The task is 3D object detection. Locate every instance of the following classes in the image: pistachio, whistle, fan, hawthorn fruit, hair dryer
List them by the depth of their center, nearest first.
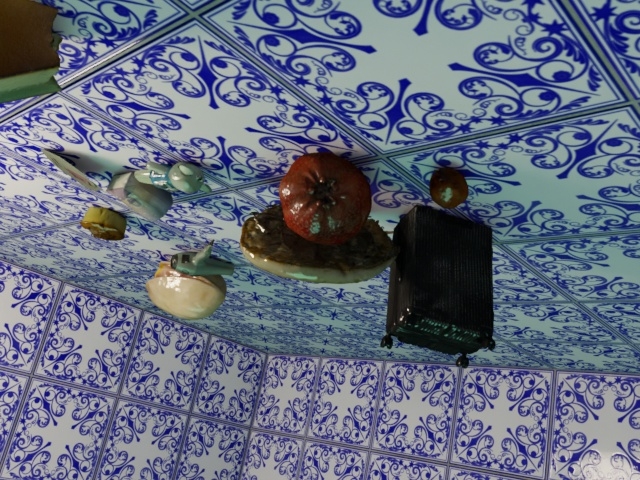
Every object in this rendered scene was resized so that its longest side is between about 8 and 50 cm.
[{"bbox_3d":[0.261,-0.113,1.341,0.081,0.081,0.093,2,158,27],"label":"hawthorn fruit"},{"bbox_3d":[0.010,-0.084,1.410,0.204,0.205,0.253,12,173,0],"label":"hawthorn fruit"},{"bbox_3d":[-0.373,-0.160,1.612,0.235,0.077,0.114,6,152,36],"label":"whistle"},{"bbox_3d":[-0.608,-0.149,1.724,0.310,0.010,0.182,30,164,9],"label":"fan"},{"bbox_3d":[-0.373,0.072,2.303,0.267,0.093,0.229,-19,153,40],"label":"hair dryer"},{"bbox_3d":[-0.500,0.183,2.464,0.308,0.230,0.230,18,163,13],"label":"pistachio"}]

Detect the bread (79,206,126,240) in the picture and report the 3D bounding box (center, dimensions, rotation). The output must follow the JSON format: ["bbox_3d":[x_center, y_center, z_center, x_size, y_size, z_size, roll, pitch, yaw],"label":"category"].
[{"bbox_3d":[-0.691,-0.048,2.103,0.125,0.086,0.156,8,162,6],"label":"bread"}]

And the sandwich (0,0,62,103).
[{"bbox_3d":[-0.529,-0.294,1.080,0.185,0.220,0.108,17,159,-15],"label":"sandwich"}]

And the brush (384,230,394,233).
[{"bbox_3d":[0.207,-0.028,1.704,0.083,0.021,0.019,-3,158,24],"label":"brush"}]

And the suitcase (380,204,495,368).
[{"bbox_3d":[0.279,0.102,1.539,0.229,0.335,0.152,17,146,-12],"label":"suitcase"}]

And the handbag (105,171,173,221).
[{"bbox_3d":[-0.483,-0.121,1.771,0.117,0.095,0.173,2,152,46],"label":"handbag"}]

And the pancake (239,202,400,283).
[{"bbox_3d":[0.000,-0.001,1.525,0.381,0.071,0.382,8,-154,-4],"label":"pancake"}]
